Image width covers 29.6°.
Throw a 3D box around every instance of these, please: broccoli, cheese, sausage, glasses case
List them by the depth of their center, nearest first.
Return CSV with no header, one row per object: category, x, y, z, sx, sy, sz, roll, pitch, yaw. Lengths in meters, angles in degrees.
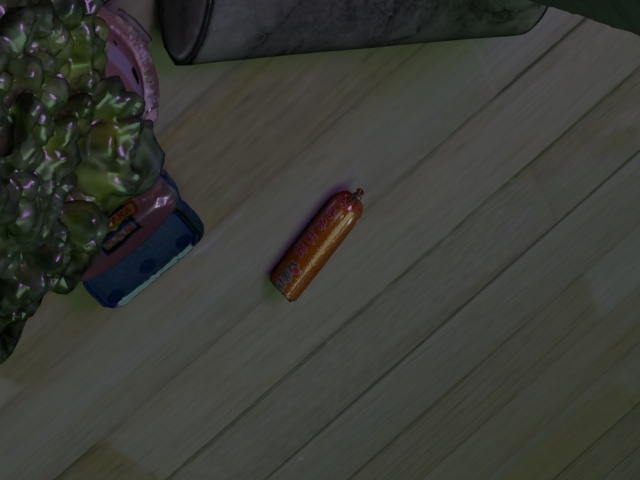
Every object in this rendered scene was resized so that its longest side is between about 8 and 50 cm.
broccoli,-0.251,-0.036,0.525,0.334,0.272,0.324,6,120,-35
cheese,-0.165,-0.048,0.757,0.189,0.074,0.286,-38,143,-3
glasses case,0.037,-0.179,0.818,0.299,0.060,0.114,-11,127,-35
sausage,0.000,0.000,0.980,0.031,0.031,0.107,22,110,-49

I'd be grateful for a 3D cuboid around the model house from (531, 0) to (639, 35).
model house,0.199,-0.328,0.700,0.325,0.194,0.267,-49,127,-5
